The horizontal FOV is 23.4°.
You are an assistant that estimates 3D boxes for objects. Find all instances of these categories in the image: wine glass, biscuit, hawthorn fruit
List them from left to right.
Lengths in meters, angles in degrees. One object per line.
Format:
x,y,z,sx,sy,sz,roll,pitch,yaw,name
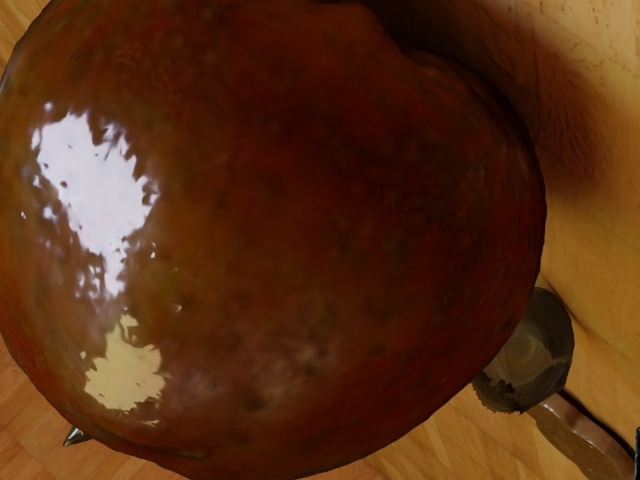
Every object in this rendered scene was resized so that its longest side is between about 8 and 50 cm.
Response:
-0.065,-0.006,1.080,0.403,0.403,0.403,42,169,10,hawthorn fruit
0.122,0.073,1.453,0.126,0.126,0.241,50,165,-29,wine glass
0.294,0.228,1.655,0.236,0.040,0.144,47,162,-12,biscuit

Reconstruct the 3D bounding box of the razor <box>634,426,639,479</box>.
0.347,0.195,1.315,0.056,0.093,0.324,4,168,-9,razor
